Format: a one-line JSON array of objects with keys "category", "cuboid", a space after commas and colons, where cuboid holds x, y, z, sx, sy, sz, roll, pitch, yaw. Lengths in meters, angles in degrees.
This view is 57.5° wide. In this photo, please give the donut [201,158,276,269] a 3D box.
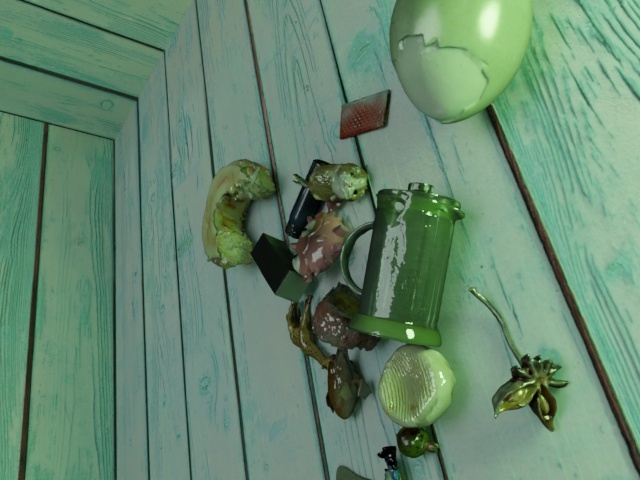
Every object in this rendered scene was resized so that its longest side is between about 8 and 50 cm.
[{"category": "donut", "cuboid": [-0.287, -0.096, 1.988, 0.307, 0.150, 0.370, 32, 107, 54]}]

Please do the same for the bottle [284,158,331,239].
[{"category": "bottle", "cuboid": [-0.034, -0.116, 1.707, 0.082, 0.072, 0.244, -67, 1, -72]}]

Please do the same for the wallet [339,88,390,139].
[{"category": "wallet", "cuboid": [0.117, -0.343, 1.603, 0.197, 0.020, 0.103, -4, 77, 54]}]

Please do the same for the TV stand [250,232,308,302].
[{"category": "TV stand", "cuboid": [-0.124, 0.076, 1.734, 0.088, 0.083, 0.269, -60, 30, 11]}]

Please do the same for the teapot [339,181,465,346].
[{"category": "teapot", "cuboid": [0.164, 0.040, 1.265, 0.271, 0.200, 0.336, 8, 85, 38]}]

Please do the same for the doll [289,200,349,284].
[{"category": "doll", "cuboid": [0.000, 0.000, 1.599, 0.211, 0.093, 0.261, 1, 64, 54]}]

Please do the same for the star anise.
[{"category": "star anise", "cuboid": [0.337, 0.217, 1.082, 0.227, 0.148, 0.218, -120, 11, -77]}]

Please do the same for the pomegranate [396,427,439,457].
[{"category": "pomegranate", "cuboid": [0.200, 0.425, 1.227, 0.085, 0.073, 0.073, 12, 91, 55]}]

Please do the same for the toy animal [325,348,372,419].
[{"category": "toy animal", "cuboid": [0.050, 0.349, 1.458, 0.179, 0.089, 0.188, 149, 119, -65]}]

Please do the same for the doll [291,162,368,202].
[{"category": "doll", "cuboid": [0.028, -0.154, 1.581, 0.221, 0.115, 0.105, -5, 116, 34]}]

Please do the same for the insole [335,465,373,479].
[{"category": "insole", "cuboid": [0.097, 0.586, 1.380, 0.192, 0.010, 0.063, 7, 85, 56]}]

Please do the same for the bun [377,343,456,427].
[{"category": "bun", "cuboid": [0.208, 0.308, 1.221, 0.183, 0.102, 0.183, -33, 45, 40]}]

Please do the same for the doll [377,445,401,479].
[{"category": "doll", "cuboid": [0.163, 0.546, 1.253, 0.096, 0.070, 0.195, 99, 164, -58]}]

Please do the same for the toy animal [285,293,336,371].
[{"category": "toy animal", "cuboid": [-0.031, 0.264, 1.612, 0.149, 0.054, 0.275, -49, 42, 31]}]

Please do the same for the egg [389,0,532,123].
[{"category": "egg", "cuboid": [0.273, -0.404, 1.170, 0.278, 0.279, 0.335, 3, 78, 55]}]

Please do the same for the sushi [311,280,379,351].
[{"category": "sushi", "cuboid": [0.047, 0.184, 1.430, 0.241, 0.162, 0.107, 45, 118, 49]}]
